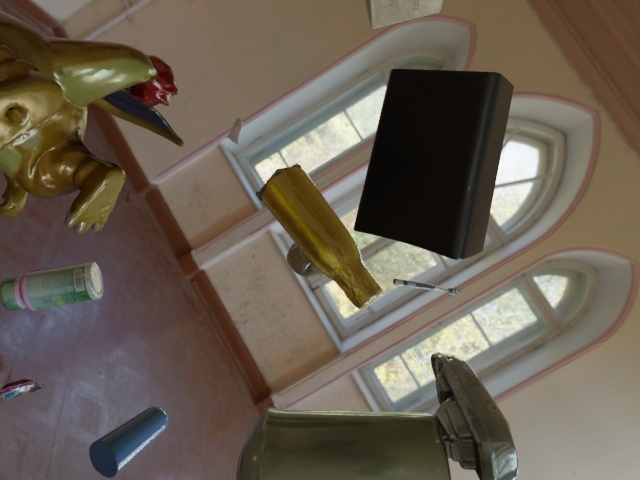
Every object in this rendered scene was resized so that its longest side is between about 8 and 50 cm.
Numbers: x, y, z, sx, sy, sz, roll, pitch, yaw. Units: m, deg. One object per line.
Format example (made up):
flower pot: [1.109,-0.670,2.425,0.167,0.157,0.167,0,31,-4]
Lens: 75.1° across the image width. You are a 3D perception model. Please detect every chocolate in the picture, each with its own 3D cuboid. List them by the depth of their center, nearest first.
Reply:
chocolate: [0.000,0.000,1.153,0.445,0.162,0.162,54,2,18]

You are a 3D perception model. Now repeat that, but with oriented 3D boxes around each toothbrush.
toothbrush: [0.329,0.141,1.264,0.288,0.026,0.024,12,69,-32]

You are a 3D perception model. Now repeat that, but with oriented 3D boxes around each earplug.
earplug: [-0.662,0.696,1.491,0.132,0.132,0.273,60,26,2]

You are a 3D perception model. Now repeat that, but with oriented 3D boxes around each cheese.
cheese: [-0.824,0.409,1.150,0.145,0.095,0.038,91,-23,-72]

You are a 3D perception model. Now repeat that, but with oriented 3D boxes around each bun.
bun: [-0.014,0.041,1.310,0.183,0.183,0.102,-114,-157,-60]

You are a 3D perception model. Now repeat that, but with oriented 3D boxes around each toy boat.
toy boat: [0.186,0.221,0.573,0.260,0.085,0.078,-73,153,-80]

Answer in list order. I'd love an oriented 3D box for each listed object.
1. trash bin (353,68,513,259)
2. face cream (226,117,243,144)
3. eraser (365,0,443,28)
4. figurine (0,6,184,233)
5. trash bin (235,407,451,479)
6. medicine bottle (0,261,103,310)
trash bin: [0.155,-0.107,0.573,0.165,0.226,0.115,18,17,34]
face cream: [-0.247,-0.320,1.215,0.038,0.020,0.115,33,39,-26]
eraser: [0.134,-0.487,0.662,0.343,0.144,0.078,39,40,-78]
figurine: [-0.362,-0.177,0.426,0.387,0.268,0.401,27,-3,10]
trash bin: [0.035,0.509,0.901,0.280,0.432,0.280,179,-90,-88]
medicine bottle: [-0.888,0.156,1.385,0.133,0.274,0.133,171,-90,-75]
